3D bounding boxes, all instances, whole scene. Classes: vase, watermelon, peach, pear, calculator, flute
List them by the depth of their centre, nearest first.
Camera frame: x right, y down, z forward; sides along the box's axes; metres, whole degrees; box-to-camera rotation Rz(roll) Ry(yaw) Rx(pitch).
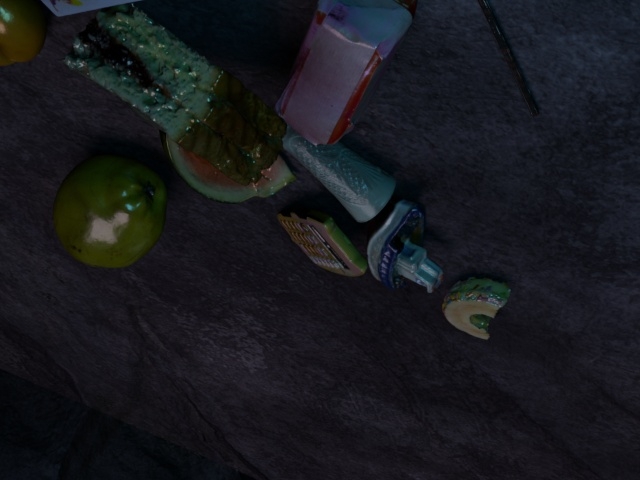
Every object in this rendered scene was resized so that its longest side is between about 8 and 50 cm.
[{"bbox_3d":[0.252,-0.257,1.579,0.014,0.014,0.269,1,146,33],"label":"flute"},{"bbox_3d":[-0.523,-0.351,1.860,0.179,0.103,0.179,16,154,8],"label":"peach"},{"bbox_3d":[0.013,-0.130,1.889,0.219,0.096,0.096,38,148,-22],"label":"vase"},{"bbox_3d":[-0.195,-0.149,1.956,0.159,0.128,0.303,-3,143,38],"label":"watermelon"},{"bbox_3d":[0.000,0.000,2.109,0.157,0.033,0.236,50,162,-20],"label":"calculator"},{"bbox_3d":[-0.395,-0.053,2.180,0.212,0.212,0.269,36,142,-25],"label":"pear"}]

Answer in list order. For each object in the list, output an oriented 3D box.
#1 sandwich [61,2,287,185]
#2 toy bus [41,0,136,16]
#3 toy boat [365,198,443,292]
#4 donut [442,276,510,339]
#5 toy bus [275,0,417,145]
[{"bbox_3d":[-0.227,-0.229,1.690,0.325,0.131,0.262,37,-177,22],"label":"sandwich"},{"bbox_3d":[-0.248,-0.391,1.563,0.329,0.136,0.109,-2,143,36],"label":"toy bus"},{"bbox_3d":[0.152,0.015,2.007,0.115,0.114,0.262,23,151,25],"label":"toy boat"},{"bbox_3d":[0.282,0.117,2.152,0.108,0.065,0.166,19,153,5],"label":"donut"},{"bbox_3d":[0.029,-0.253,1.612,0.127,0.147,0.303,29,150,-1],"label":"toy bus"}]
